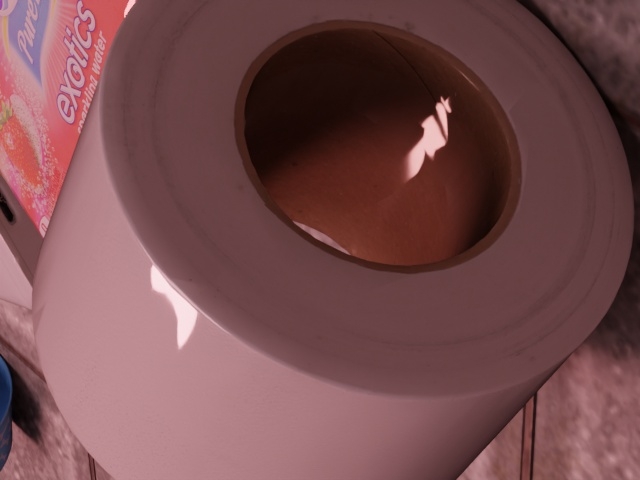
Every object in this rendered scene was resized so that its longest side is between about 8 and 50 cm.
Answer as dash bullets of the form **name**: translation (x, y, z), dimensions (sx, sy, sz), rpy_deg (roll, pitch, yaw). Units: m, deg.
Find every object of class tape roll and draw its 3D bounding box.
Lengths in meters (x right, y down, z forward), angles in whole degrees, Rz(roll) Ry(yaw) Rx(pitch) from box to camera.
- **tape roll**: translation (0.000, 0.000, 0.822), dimensions (0.246, 0.246, 0.169), rpy_deg (56, 148, 16)

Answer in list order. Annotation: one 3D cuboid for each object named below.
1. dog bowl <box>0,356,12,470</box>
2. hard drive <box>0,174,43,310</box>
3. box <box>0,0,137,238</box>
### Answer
- **dog bowl**: translation (-0.384, 0.131, 1.587), dimensions (0.297, 0.166, 0.074), rpy_deg (38, 150, 38)
- **hard drive**: translation (-0.319, -0.050, 1.432), dimensions (0.307, 0.040, 0.203), rpy_deg (12, 135, 53)
- **box**: translation (-0.088, -0.141, 0.950), dimensions (0.142, 0.154, 0.300), rpy_deg (52, 147, 22)
